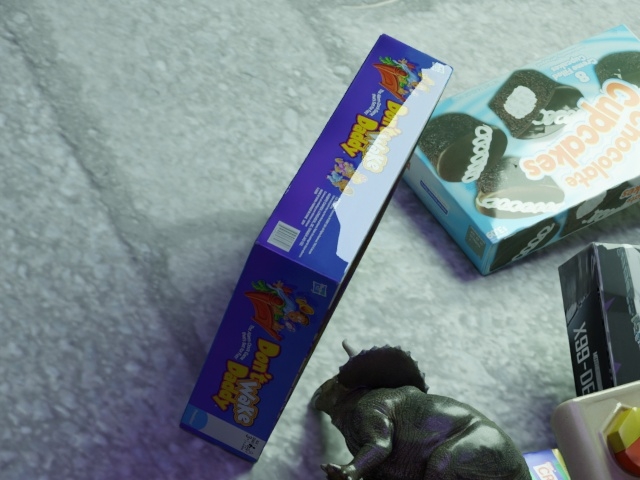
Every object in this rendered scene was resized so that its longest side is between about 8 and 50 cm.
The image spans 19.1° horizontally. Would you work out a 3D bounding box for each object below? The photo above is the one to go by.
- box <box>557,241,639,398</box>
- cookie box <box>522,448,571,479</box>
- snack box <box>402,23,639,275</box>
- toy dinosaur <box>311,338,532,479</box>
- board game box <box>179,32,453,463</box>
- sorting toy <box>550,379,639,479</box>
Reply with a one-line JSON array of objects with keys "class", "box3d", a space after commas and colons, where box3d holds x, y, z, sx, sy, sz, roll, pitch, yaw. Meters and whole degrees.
[{"class": "box", "box3d": [0.390, 0.132, 1.817, 0.308, 0.076, 0.242, 4, 67, -22]}, {"class": "cookie box", "box3d": [0.181, 0.237, 1.691, 0.107, 0.040, 0.092, -4, 48, -30]}, {"class": "snack box", "box3d": [0.250, -0.102, 2.015, 0.322, 0.060, 0.187, -24, 59, -24]}, {"class": "toy dinosaur", "box3d": [0.098, 0.188, 1.613, 0.314, 0.121, 0.160, 28, 61, 26]}, {"class": "board game box", "box3d": [0.000, 0.000, 1.707, 0.078, 0.233, 0.347, 26, 41, 2]}, {"class": "sorting toy", "box3d": [0.324, 0.211, 1.686, 0.208, 0.038, 0.193, -13, 75, -27]}]
